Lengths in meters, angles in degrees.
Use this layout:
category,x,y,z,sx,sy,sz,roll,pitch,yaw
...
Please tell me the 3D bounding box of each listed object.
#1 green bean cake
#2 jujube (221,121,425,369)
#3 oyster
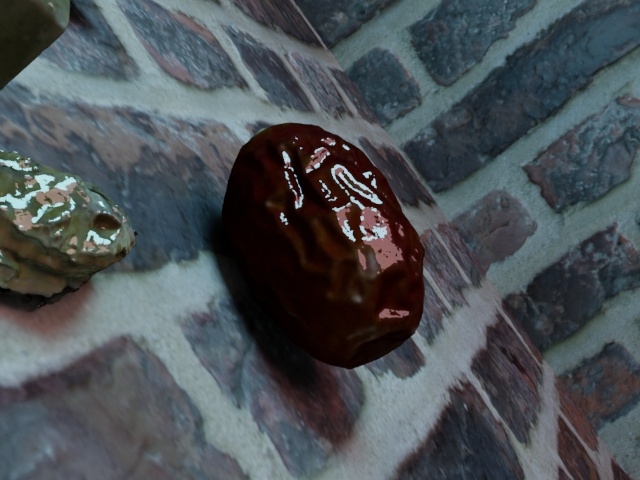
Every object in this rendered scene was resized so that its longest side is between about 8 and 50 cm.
category,x,y,z,sx,sy,sz,roll,pitch,yaw
green bean cake,-0.246,-0.186,0.689,0.085,0.109,0.179,41,20,-39
jujube,0.000,0.000,0.922,0.174,0.174,0.250,30,30,-58
oyster,-0.191,-0.025,0.581,0.209,0.072,0.133,42,16,-33
